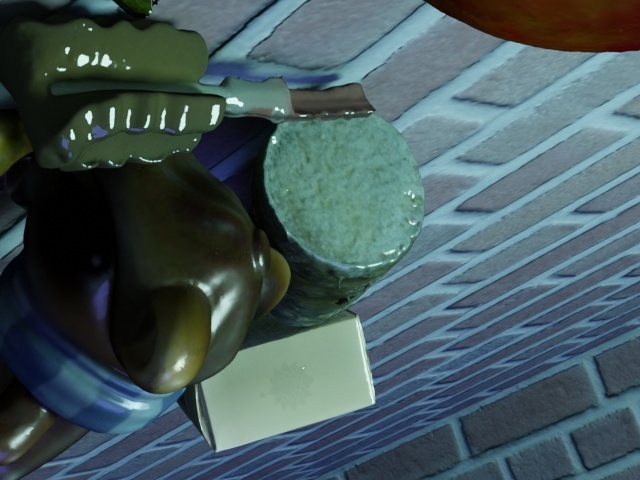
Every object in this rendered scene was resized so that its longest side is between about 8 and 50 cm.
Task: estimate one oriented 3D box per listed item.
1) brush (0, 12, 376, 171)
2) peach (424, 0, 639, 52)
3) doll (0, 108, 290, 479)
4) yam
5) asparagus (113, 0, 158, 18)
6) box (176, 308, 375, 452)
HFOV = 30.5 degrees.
[{"bbox_3d":[-0.065,-0.086,0.716,0.071,0.084,0.301,-34,164,35],"label":"brush"},{"bbox_3d":[0.120,-0.196,0.402,0.274,0.245,0.248,-26,-166,-16],"label":"peach"},{"bbox_3d":[-0.192,0.048,0.787,0.339,0.209,0.318,-32,175,32],"label":"doll"},{"bbox_3d":[0.000,0.000,0.953,0.133,0.133,0.330,-16,166,-12],"label":"yam"},{"bbox_3d":[-0.133,-0.148,0.531,0.023,0.022,0.233,-2,171,20],"label":"asparagus"},{"bbox_3d":[-0.063,0.118,1.170,0.168,0.095,0.212,-13,-169,-16],"label":"box"}]
